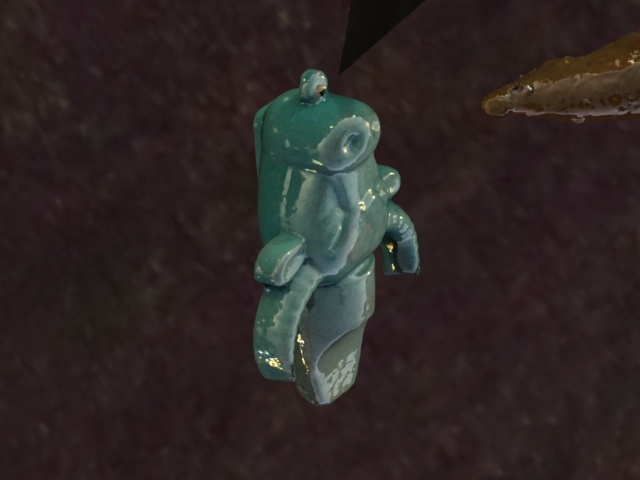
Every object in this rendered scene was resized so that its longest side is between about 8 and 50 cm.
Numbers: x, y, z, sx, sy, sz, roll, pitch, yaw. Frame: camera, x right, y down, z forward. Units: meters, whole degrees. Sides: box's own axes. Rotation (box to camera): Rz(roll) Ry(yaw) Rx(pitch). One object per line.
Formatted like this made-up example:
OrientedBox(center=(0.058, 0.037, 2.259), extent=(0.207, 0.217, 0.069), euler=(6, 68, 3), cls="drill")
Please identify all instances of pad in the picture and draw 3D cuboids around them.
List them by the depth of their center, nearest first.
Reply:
OrientedBox(center=(0.066, -0.204, 1.380), extent=(0.004, 0.116, 0.193), euler=(21, 151, -22), cls="pad")

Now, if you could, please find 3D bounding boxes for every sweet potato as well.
OrientedBox(center=(0.176, -0.088, 0.861), extent=(0.226, 0.068, 0.068), euler=(-8, 122, -20), cls="sweet potato")

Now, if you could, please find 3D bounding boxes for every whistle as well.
OrientedBox(center=(0.000, 0.000, 1.423), extent=(0.186, 0.093, 0.274), euler=(-39, 136, -44), cls="whistle")
